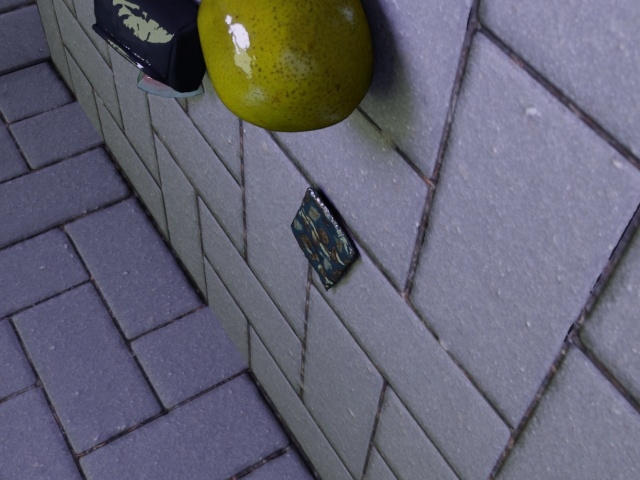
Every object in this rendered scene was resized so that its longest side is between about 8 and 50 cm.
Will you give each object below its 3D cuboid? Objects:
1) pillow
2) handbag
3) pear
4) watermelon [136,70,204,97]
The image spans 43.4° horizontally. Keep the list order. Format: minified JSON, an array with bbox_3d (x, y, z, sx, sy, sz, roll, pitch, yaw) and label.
[{"bbox_3d":[0.001,0.001,1.790,0.189,0.034,0.255,61,158,11],"label":"pillow"},{"bbox_3d":[-0.422,-0.491,1.929,0.302,0.178,0.275,39,143,12],"label":"handbag"},{"bbox_3d":[-0.052,-0.306,1.273,0.294,0.294,0.294,49,154,35],"label":"pear"},{"bbox_3d":[-0.381,-0.485,2.146,0.202,0.136,0.207,-28,54,33],"label":"watermelon"}]
